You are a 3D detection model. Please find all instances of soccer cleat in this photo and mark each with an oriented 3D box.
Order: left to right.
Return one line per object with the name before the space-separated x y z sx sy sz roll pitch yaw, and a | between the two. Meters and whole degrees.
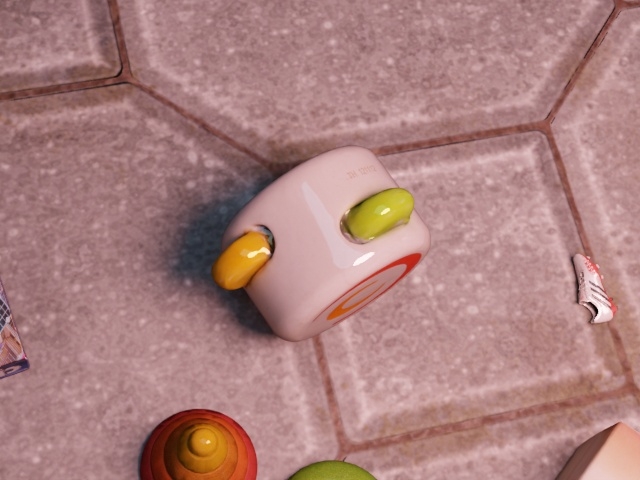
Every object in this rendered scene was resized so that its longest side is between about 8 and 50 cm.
soccer cleat | 0.299 0.054 1.417 0.036 0.029 0.083 -21 77 -19

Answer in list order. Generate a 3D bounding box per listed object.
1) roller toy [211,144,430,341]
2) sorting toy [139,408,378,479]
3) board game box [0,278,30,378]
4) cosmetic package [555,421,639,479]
roller toy | 0.000 0.000 1.311 0.209 0.191 0.146 -36 77 5
sorting toy | -0.003 0.257 1.243 0.366 0.126 0.127 23 67 3
board game box | -0.417 0.045 1.317 0.165 0.042 0.243 -18 72 -14
cosmetic package | 0.254 0.343 1.240 0.153 0.129 0.296 37 69 6
